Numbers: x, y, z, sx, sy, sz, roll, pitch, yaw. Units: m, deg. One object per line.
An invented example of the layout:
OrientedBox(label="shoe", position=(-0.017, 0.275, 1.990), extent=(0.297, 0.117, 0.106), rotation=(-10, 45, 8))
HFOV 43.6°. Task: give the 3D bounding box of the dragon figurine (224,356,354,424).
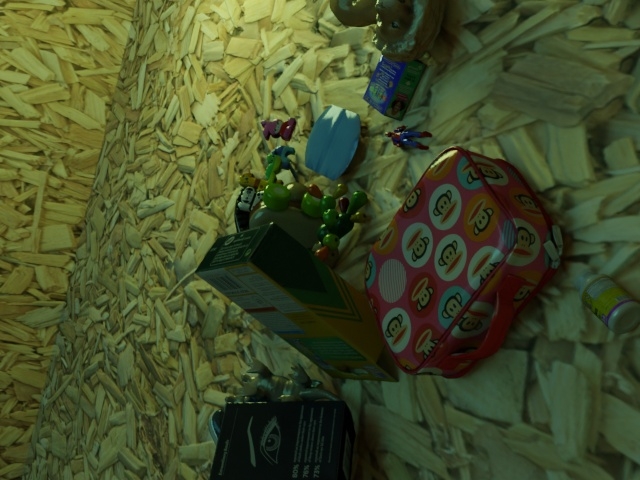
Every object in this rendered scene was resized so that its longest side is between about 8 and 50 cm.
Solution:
OrientedBox(label="dragon figurine", position=(-0.052, 0.278, 1.436), extent=(0.289, 0.144, 0.085), rotation=(5, 66, 23))

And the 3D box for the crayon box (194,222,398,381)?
OrientedBox(label="crayon box", position=(-0.025, 0.108, 1.306), extent=(0.203, 0.323, 0.083), rotation=(-12, 42, 58))

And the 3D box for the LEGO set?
OrientedBox(label="LEGO set", position=(-0.124, -0.147, 1.682), extent=(0.087, 0.093, 0.227), rotation=(67, -141, -67))

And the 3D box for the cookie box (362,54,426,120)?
OrientedBox(label="cookie box", position=(0.128, -0.278, 1.404), extent=(0.107, 0.040, 0.092), rotation=(-66, 32, 20))

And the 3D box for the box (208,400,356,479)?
OrientedBox(label="box", position=(-0.057, 0.347, 1.276), extent=(0.153, 0.207, 0.108), rotation=(-80, -18, -44))

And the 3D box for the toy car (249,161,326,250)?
OrientedBox(label="toy car", position=(-0.069, -0.070, 1.584), extent=(0.188, 0.149, 0.155), rotation=(-98, 23, -51))

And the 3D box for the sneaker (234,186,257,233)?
OrientedBox(label="sneaker", position=(-0.151, 0.011, 1.719), extent=(0.124, 0.107, 0.283), rotation=(-46, 42, 52))

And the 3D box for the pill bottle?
OrientedBox(label="pill bottle", position=(0.330, 0.068, 0.926), extent=(0.043, 0.043, 0.083), rotation=(-64, 32, 23))

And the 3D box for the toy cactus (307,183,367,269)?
OrientedBox(label="toy cactus", position=(0.000, 0.000, 1.427), extent=(0.219, 0.112, 0.180), rotation=(-57, -15, -29))

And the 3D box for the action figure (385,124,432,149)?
OrientedBox(label="action figure", position=(0.144, -0.175, 1.355), extent=(0.115, 0.030, 0.038), rotation=(23, 105, 62))

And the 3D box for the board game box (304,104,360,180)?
OrientedBox(label="board game box", position=(0.034, -0.186, 1.544), extent=(0.169, 0.033, 0.133), rotation=(32, 102, 54))

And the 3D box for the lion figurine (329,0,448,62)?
OrientedBox(label="lion figurine", position=(0.107, -0.436, 1.418), extent=(0.392, 0.142, 0.240), rotation=(32, 105, 65))

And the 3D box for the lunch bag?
OrientedBox(label="lunch bag", position=(0.189, 0.045, 1.100), extent=(0.293, 0.120, 0.258), rotation=(-57, 36, 31))

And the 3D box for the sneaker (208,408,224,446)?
OrientedBox(label="sneaker", position=(-0.092, 0.360, 1.431), extent=(0.226, 0.086, 0.163), rotation=(46, 130, 11))
